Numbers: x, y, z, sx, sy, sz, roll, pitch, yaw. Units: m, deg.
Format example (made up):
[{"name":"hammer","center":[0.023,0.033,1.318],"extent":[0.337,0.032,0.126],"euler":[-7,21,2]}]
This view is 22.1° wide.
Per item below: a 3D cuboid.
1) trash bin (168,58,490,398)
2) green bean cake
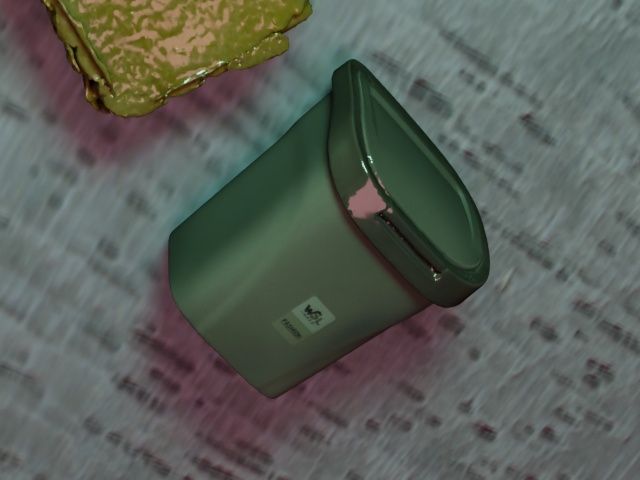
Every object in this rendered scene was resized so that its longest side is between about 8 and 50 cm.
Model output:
[{"name":"trash bin","center":[0.000,0.000,1.559],"extent":[0.250,0.219,0.220],"euler":[-36,116,15]},{"name":"green bean cake","center":[-0.144,-0.246,1.445],"extent":[0.230,0.131,0.224],"euler":[-29,120,0]}]
